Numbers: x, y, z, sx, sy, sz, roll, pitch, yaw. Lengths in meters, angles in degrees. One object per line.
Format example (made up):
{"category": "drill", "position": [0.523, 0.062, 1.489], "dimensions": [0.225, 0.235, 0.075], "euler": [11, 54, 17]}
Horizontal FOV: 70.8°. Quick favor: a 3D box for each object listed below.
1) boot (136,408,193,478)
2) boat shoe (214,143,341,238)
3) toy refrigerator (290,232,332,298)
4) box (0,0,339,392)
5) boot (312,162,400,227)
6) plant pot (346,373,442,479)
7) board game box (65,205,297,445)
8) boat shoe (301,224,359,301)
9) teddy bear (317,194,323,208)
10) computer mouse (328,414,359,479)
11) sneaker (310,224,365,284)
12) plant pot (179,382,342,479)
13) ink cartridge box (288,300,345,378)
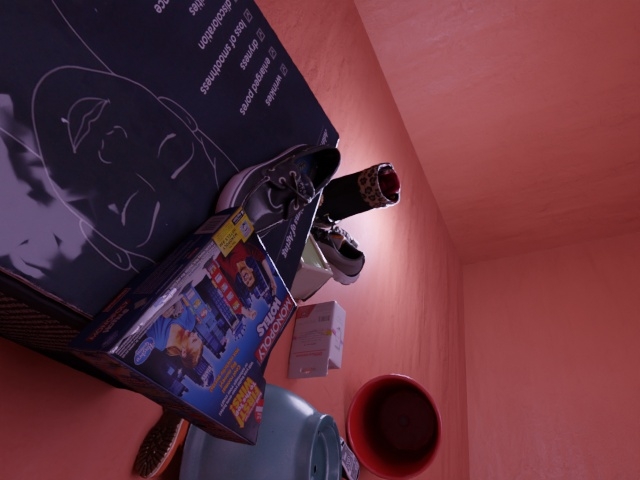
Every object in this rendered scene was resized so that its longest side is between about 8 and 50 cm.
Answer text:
{"category": "boot", "position": [-0.231, 0.322, 0.731], "dimensions": [0.158, 0.059, 0.084], "euler": [-66, 140, -53]}
{"category": "boat shoe", "position": [-0.038, -0.066, 0.560], "dimensions": [0.228, 0.076, 0.080], "euler": [-45, 123, -51]}
{"category": "toy refrigerator", "position": [-0.085, -0.022, 0.909], "dimensions": [0.102, 0.094, 0.269], "euler": [20, 34, -52]}
{"category": "box", "position": [-0.247, -0.108, 0.574], "dimensions": [0.472, 0.297, 0.480], "euler": [48, 47, -41]}
{"category": "boot", "position": [0.099, -0.133, 1.338], "dimensions": [0.377, 0.284, 0.138], "euler": [-9, 85, -62]}
{"category": "plant pot", "position": [0.237, 0.543, 1.341], "dimensions": [0.243, 0.275, 0.275], "euler": [41, 42, -64]}
{"category": "board game box", "position": [-0.104, 0.100, 0.449], "dimensions": [0.194, 0.060, 0.194], "euler": [-57, 133, -45]}
{"category": "boat shoe", "position": [-0.001, 0.058, 1.276], "dimensions": [0.104, 0.111, 0.307], "euler": [46, 36, -1]}
{"category": "teddy bear", "position": [-0.097, -0.177, 1.050], "dimensions": [0.245, 0.113, 0.338], "euler": [39, -15, 9]}
{"category": "computer mouse", "position": [0.042, 0.553, 1.169], "dimensions": [0.193, 0.042, 0.106], "euler": [62, 25, -15]}
{"category": "sneaker", "position": [0.000, 0.000, 1.172], "dimensions": [0.271, 0.108, 0.100], "euler": [32, 45, 4]}
{"category": "plant pot", "position": [-0.076, 0.394, 0.785], "dimensions": [0.293, 0.196, 0.293], "euler": [-5, 90, -71]}
{"category": "ink cartridge box", "position": [-0.007, 0.259, 1.130], "dimensions": [0.067, 0.115, 0.198], "euler": [50, 37, -42]}
